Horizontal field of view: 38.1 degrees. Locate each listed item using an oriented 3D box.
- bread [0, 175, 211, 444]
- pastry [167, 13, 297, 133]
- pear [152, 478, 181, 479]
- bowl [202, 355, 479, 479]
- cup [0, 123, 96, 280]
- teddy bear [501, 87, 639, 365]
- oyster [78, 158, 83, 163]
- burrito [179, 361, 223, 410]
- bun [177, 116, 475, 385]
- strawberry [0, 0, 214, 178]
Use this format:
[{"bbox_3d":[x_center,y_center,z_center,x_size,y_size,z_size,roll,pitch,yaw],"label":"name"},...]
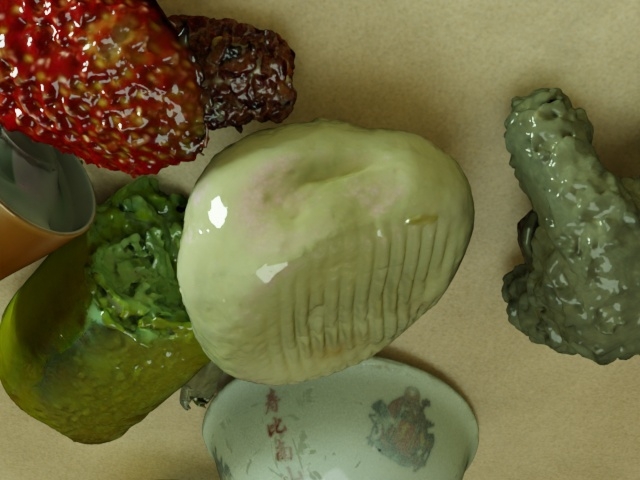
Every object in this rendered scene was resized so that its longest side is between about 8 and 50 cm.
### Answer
[{"bbox_3d":[-0.270,0.118,1.209,0.251,0.208,0.376,37,130,-18],"label":"bread"},{"bbox_3d":[-0.125,-0.178,0.986,0.208,0.097,0.115,0,136,9],"label":"pastry"},{"bbox_3d":[-0.243,0.548,1.521,0.309,0.309,0.309,4,132,4],"label":"pear"},{"bbox_3d":[0.028,0.376,1.375,0.434,0.196,0.435,1,135,1],"label":"bowl"},{"bbox_3d":[-0.406,-0.043,1.049,0.264,0.182,0.226,-35,89,21],"label":"cup"},{"bbox_3d":[0.395,-0.012,1.033,0.367,0.224,0.357,-13,129,-2],"label":"teddy bear"},{"bbox_3d":[-0.347,-0.033,1.166,0.121,0.045,0.146,-24,158,-23],"label":"oyster"},{"bbox_3d":[-0.169,0.185,1.350,0.058,0.045,0.188,10,130,-11],"label":"burrito"},{"bbox_3d":[0.000,0.000,1.031,0.361,0.213,0.361,-18,149,-11],"label":"bun"},{"bbox_3d":[-0.248,-0.181,0.891,0.306,0.137,0.233,28,119,27],"label":"strawberry"}]
